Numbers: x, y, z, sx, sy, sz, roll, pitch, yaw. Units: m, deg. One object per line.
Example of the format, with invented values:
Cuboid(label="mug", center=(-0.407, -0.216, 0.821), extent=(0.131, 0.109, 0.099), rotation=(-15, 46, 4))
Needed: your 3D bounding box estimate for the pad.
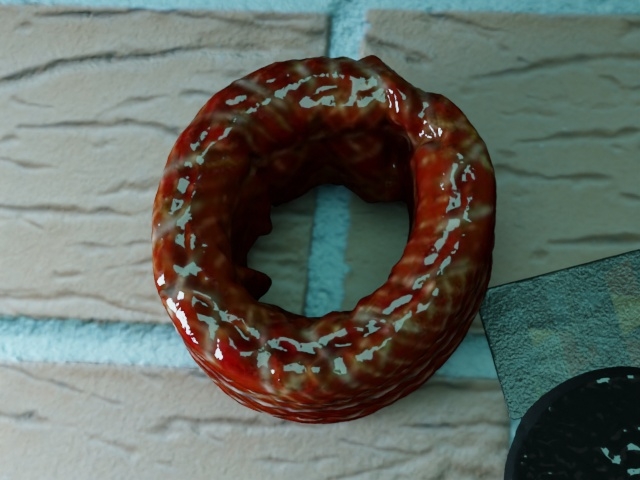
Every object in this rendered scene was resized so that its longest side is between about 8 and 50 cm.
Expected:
Cuboid(label="pad", center=(0.273, 0.089, 1.953), extent=(0.211, 0.003, 0.143), rotation=(-15, 71, 0))

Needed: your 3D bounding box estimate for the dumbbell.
Cuboid(label="dumbbell", center=(0.262, 0.262, 1.715), extent=(0.203, 0.322, 0.204), rotation=(-3, 63, 5))

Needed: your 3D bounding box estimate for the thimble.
Cuboid(label="thimble", center=(0.000, 0.000, 1.894), extent=(0.350, 0.230, 0.350), rotation=(-1, 73, 4))
